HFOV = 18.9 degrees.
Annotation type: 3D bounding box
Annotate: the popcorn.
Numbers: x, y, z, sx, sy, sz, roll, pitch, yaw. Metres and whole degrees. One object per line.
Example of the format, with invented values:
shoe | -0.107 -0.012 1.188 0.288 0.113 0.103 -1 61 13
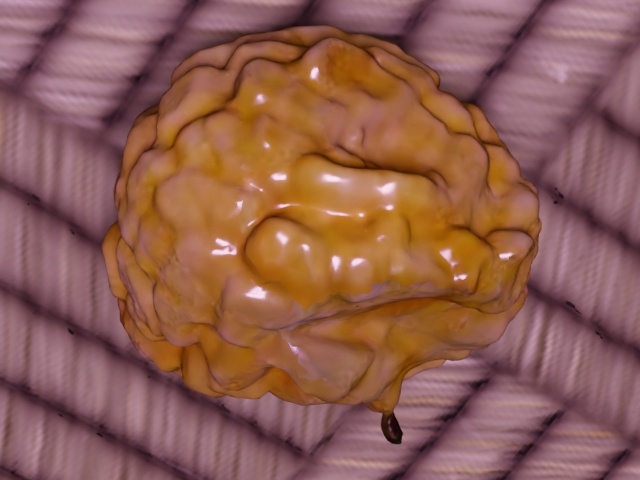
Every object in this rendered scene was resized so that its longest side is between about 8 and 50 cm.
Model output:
popcorn | 0.000 0.000 0.777 0.180 0.180 0.170 -2 89 -4
